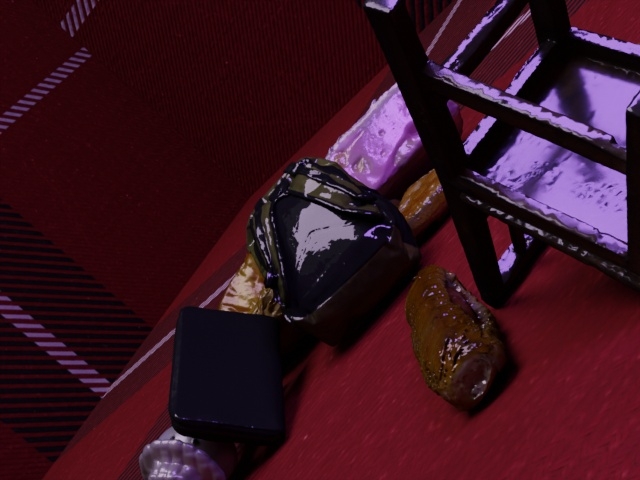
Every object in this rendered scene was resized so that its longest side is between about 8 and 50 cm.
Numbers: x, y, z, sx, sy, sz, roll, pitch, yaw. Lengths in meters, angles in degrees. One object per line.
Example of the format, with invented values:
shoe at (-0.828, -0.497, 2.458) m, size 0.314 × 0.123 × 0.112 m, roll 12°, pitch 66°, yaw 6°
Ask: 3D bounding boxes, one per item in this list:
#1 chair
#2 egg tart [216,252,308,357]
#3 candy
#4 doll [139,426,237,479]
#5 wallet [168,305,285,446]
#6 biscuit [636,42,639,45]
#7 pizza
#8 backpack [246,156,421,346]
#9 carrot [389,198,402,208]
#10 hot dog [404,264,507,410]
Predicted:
chair at (0.230, -0.069, 0.876) m, size 0.241 × 0.416 × 0.203 m, roll 26°, pitch 70°, yaw 35°
egg tart at (-0.062, 0.088, 1.668) m, size 0.295 × 0.116 × 0.295 m, roll -51°, pitch 19°, yaw 25°
candy at (0.094, -0.124, 1.710) m, size 0.265 × 0.116 × 0.155 m, roll -46°, pitch -15°, yaw -6°
doll at (-0.142, 0.247, 1.421) m, size 0.293 × 0.138 × 0.119 m, roll -56°, pitch -29°, yaw -53°
wallet at (-0.120, 0.169, 1.417) m, size 0.250 × 0.149 × 0.044 m, roll -98°, pitch 20°, yaw -56°
biscuit at (0.340, -0.174, 1.228) m, size 0.118 × 0.023 × 0.140 m, roll -40°, pitch 13°, yaw 44°
pizza at (0.158, -0.060, 1.524) m, size 0.175 × 0.046 × 0.134 m, roll -47°, pitch 11°, yaw 3°
backpack at (0.000, 0.000, 1.458) m, size 0.207 × 0.140 × 0.253 m, roll -45°, pitch 47°, yaw 5°
carrot at (0.071, 0.026, 1.589) m, size 0.049 × 0.049 × 0.254 m, roll -37°, pitch 17°, yaw 50°
hot dog at (0.119, 0.083, 1.048) m, size 0.083 × 0.068 × 0.289 m, roll -54°, pitch 9°, yaw 8°
